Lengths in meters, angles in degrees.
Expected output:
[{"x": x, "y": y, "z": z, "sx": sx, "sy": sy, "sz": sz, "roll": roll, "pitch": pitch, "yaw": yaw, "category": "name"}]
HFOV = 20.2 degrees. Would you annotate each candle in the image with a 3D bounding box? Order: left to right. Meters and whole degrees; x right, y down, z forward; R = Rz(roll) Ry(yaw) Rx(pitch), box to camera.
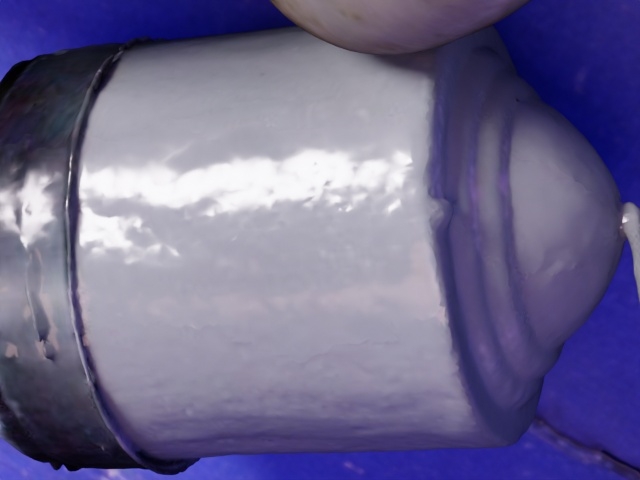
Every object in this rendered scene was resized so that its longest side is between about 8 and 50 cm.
[{"x": 0.000, "y": 0.000, "z": 0.872, "sx": 0.342, "sy": 0.221, "sz": 0.221, "roll": -5, "pitch": 114, "yaw": 18, "category": "candle"}]

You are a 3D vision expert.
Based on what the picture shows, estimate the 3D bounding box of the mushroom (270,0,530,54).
[{"x": 0.078, "y": -0.184, "z": 0.766, "sx": 0.243, "sy": 0.243, "sz": 0.243, "roll": 8, "pitch": 118, "yaw": 16, "category": "mushroom"}]
